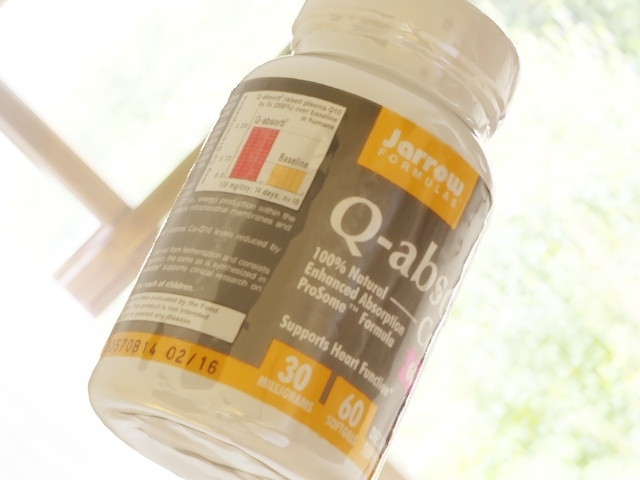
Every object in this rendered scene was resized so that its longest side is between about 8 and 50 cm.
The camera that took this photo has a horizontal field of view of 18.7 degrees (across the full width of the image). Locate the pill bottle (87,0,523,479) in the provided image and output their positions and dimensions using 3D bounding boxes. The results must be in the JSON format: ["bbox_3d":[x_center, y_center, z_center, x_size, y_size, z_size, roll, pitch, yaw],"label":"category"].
[{"bbox_3d":[0.000,0.000,1.058,0.278,0.162,0.162,-65,3,-19],"label":"pill bottle"}]
